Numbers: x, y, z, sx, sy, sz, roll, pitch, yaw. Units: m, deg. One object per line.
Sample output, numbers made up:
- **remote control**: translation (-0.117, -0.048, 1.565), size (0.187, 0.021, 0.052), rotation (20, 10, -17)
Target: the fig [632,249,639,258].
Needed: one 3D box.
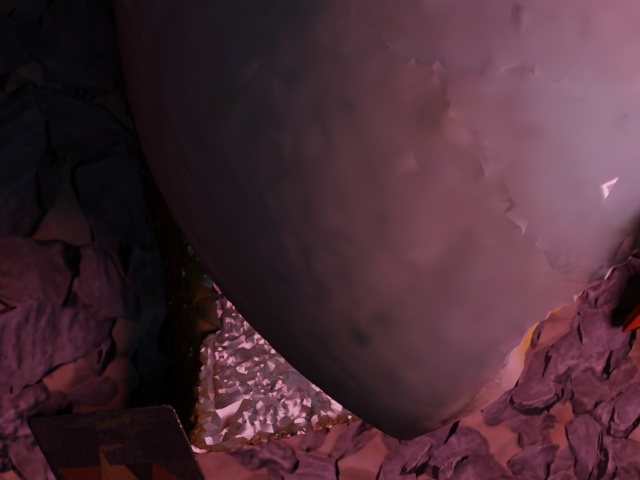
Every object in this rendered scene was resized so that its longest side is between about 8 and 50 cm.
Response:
- **fig**: translation (0.279, -0.045, 0.803), size (0.203, 0.203, 0.235), rotation (-29, 131, -11)

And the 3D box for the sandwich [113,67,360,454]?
- **sandwich**: translation (0.000, 0.000, 0.743), size (0.271, 0.099, 0.301), rotation (-10, 106, -15)

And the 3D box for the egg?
- **egg**: translation (0.041, -0.126, 0.517), size (0.340, 0.354, 0.354), rotation (44, 86, 6)

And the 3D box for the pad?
- **pad**: translation (-0.135, 0.221, 0.754), size (0.142, 0.003, 0.211), rotation (-10, 112, 25)

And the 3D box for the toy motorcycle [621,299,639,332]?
- **toy motorcycle**: translation (0.419, -0.005, 0.879), size (0.171, 0.089, 0.298), rotation (33, 94, 12)
